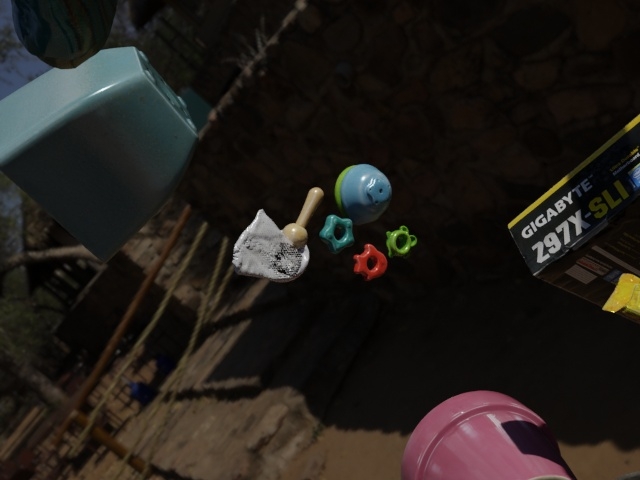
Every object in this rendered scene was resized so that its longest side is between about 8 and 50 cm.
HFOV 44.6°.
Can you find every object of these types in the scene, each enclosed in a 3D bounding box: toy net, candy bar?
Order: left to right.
[{"bbox_3d":[0.000,0.000,0.850,0.232,0.122,0.045,-24,12,-31],"label":"toy net"},{"bbox_3d":[0.284,0.068,0.553,0.040,0.161,0.018,-46,-34,-28],"label":"candy bar"}]

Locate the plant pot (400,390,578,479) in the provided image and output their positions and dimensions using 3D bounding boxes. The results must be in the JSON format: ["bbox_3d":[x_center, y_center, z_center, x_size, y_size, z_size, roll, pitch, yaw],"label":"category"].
[{"bbox_3d":[0.219,0.301,0.925,0.201,0.201,0.180,-49,16,-3],"label":"plant pot"}]

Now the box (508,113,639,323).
[{"bbox_3d":[0.396,-0.022,0.815,0.257,0.322,0.079,-43,44,31],"label":"box"}]

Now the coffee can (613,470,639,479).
[{"bbox_3d":[0.353,0.313,0.603,0.201,0.275,0.202,-160,90,-75],"label":"coffee can"}]

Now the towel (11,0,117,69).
[{"bbox_3d":[-0.047,-0.252,0.223,0.370,0.040,0.272,126,157,-64],"label":"towel"}]

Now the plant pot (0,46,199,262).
[{"bbox_3d":[-0.346,-0.172,1.272,0.252,0.247,0.248,-37,35,4],"label":"plant pot"}]
